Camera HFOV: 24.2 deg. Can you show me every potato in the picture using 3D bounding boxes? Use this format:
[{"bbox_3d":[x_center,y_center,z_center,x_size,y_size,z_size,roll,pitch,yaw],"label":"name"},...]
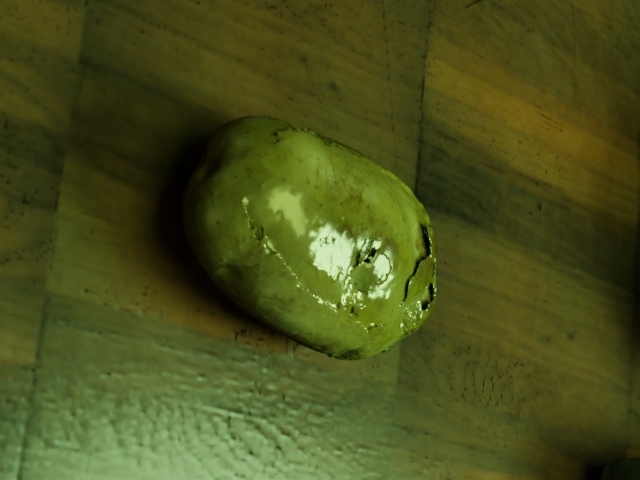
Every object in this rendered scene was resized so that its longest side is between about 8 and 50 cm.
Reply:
[{"bbox_3d":[0.000,0.000,0.746,0.170,0.080,0.107,34,49,-39],"label":"potato"}]

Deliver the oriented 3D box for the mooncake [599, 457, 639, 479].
[{"bbox_3d":[0.283,0.270,0.985,0.254,0.136,0.250,20,67,-46],"label":"mooncake"}]
